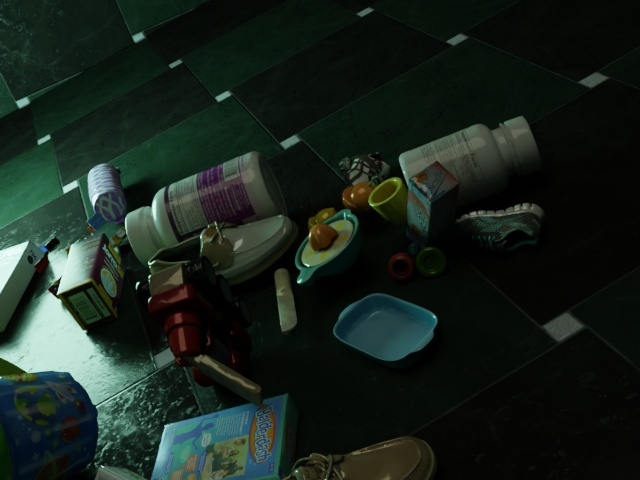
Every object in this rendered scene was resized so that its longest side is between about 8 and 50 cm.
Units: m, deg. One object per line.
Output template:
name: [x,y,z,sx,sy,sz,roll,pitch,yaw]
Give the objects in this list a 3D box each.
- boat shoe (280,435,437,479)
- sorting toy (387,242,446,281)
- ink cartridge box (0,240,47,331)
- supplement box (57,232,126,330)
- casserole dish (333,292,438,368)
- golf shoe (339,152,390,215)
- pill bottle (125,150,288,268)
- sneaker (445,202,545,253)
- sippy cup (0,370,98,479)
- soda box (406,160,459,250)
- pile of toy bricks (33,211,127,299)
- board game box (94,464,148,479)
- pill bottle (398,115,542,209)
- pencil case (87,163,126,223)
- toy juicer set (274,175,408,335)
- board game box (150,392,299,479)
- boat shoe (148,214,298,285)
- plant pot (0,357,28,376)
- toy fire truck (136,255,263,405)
boat shoe: [0.003,0.323,1.077,0.302,0.098,0.109,-27,31,-1]
sorting toy: [0.163,0.033,1.443,0.102,0.061,0.042,-10,5,17]
ink cartridge box: [-0.758,0.101,2.000,0.165,0.065,0.333,-18,31,15]
supplement box: [-0.468,0.082,1.774,0.080,0.104,0.188,-21,32,7]
casserole dish: [0.104,0.143,1.332,0.114,0.037,0.188,-42,34,-23]
golf shoe: [0.095,-0.123,1.694,0.094,0.077,0.198,-22,33,6]
pill bottle: [-0.232,-0.052,1.739,0.301,0.169,0.169,-21,32,9]
sneaker: [0.284,-0.010,1.404,0.166,0.065,0.076,-16,38,21]
sippy cup: [-0.472,0.302,1.311,0.240,0.305,0.224,-14,-1,35]
soda box: [0.183,-0.050,1.418,0.063,0.183,0.058,-35,64,-14]
pile of toy bricks: [-0.539,0.029,1.925,0.212,0.118,0.105,-47,4,-16]
board game box: [-0.200,0.414,1.047,0.305,0.053,0.193,10,81,44]
pill bottle: [0.267,-0.133,1.529,0.229,0.131,0.131,-21,32,9]
pencil case: [-0.529,-0.118,2.131,0.086,0.088,0.206,-21,30,-6]
toy juicer set: [0.000,0.000,1.519,0.329,0.089,0.209,-45,26,-7]
board game box: [-0.139,0.315,1.243,0.210,0.047,0.160,-17,32,16]
boat shoe: [-0.188,0.022,1.619,0.302,0.103,0.113,-27,28,16]
plant pot: [-0.645,0.298,1.487,0.227,0.207,0.228,-10,36,24]
toy fire truck: [-0.164,0.172,1.346,0.158,0.217,0.246,-20,55,9]
